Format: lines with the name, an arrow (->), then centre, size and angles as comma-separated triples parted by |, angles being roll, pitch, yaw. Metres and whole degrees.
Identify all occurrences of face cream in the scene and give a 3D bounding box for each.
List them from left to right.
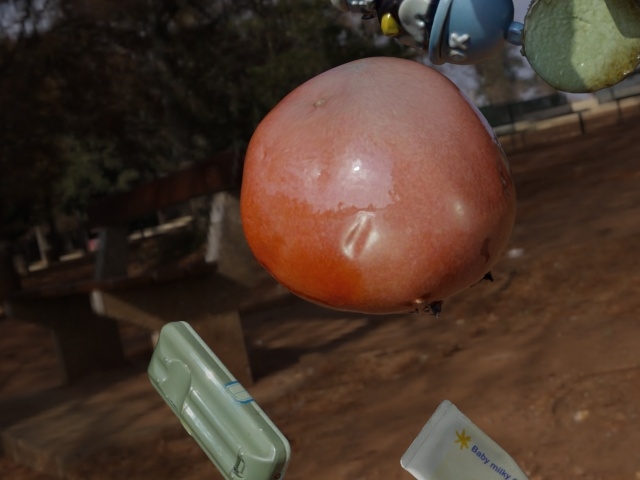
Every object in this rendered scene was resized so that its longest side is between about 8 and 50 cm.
face cream -> 0.209, 0.310, 1.371 | 0.114, 0.224, 0.070 | -48, 3, -33

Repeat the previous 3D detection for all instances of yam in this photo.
yam -> 0.375, -0.304, 1.511 | 0.168, 0.168, 0.304 | -11, 16, 22

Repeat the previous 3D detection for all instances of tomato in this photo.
tomato -> 0.065, -0.067, 1.354 | 0.341, 0.273, 0.341 | -14, 30, 8

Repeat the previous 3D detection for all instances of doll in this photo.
doll -> 0.145, -0.335, 1.551 | 0.314, 0.141, 0.177 | 19, -24, 13

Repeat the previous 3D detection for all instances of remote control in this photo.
remote control -> -0.168, 0.264, 1.697 | 0.065, 0.128, 0.335 | -4, 35, -41
